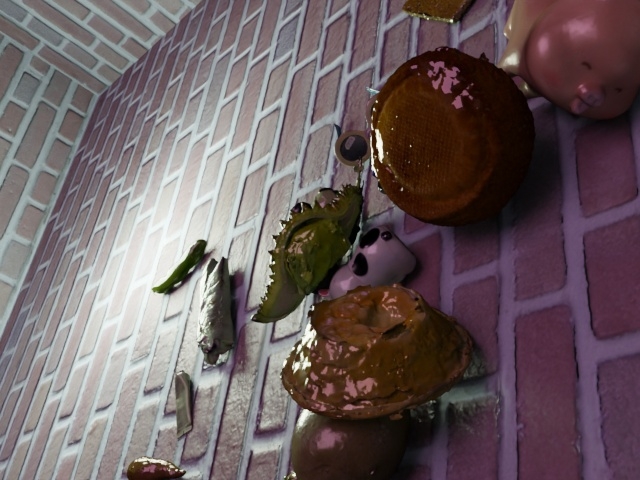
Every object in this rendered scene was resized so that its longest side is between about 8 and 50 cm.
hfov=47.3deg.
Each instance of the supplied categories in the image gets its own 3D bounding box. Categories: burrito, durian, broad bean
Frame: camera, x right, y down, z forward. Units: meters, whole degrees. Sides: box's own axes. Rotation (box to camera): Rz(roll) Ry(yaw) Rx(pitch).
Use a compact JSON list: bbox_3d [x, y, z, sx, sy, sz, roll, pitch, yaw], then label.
[{"bbox_3d":[-0.255,0.161,1.756,0.096,0.066,0.309,-35,38,23],"label":"burrito"},{"bbox_3d":[-0.016,0.007,1.364,0.132,0.106,0.375,37,95,16],"label":"durian"},{"bbox_3d":[-0.394,0.082,2.032,0.254,0.046,0.065,-42,35,24],"label":"broad bean"}]

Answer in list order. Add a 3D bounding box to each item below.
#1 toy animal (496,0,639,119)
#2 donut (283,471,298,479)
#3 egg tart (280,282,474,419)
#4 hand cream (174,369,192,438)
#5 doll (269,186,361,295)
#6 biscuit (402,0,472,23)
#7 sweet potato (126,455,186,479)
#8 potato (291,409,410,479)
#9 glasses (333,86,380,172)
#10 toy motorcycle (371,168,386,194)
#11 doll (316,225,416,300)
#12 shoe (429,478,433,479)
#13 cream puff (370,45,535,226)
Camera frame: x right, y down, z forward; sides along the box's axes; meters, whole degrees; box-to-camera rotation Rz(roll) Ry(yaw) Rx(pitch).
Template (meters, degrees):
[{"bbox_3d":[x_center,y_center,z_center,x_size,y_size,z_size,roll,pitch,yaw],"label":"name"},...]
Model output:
[{"bbox_3d":[0.410,-0.326,1.166,0.269,0.237,0.326,-40,32,47],"label":"toy animal"},{"bbox_3d":[-0.030,0.455,1.194,0.174,0.068,0.175,-35,37,32],"label":"donut"},{"bbox_3d":[0.082,0.151,1.129,0.314,0.120,0.315,-10,22,4],"label":"egg tart"},{"bbox_3d":[-0.319,0.375,1.698,0.057,0.037,0.165,-38,44,28],"label":"hand cream"},{"bbox_3d":[-0.002,0.001,1.480,0.135,0.143,0.234,15,-82,-81],"label":"doll"},{"bbox_3d":[0.286,-0.571,1.700,0.131,0.026,0.237,-53,31,4],"label":"biscuit"},{"bbox_3d":[-0.377,0.510,1.620,0.226,0.068,0.068,-20,47,44],"label":"sweet potato"},{"bbox_3d":[0.049,0.298,1.146,0.177,0.160,0.235,12,49,15],"label":"potato"},{"bbox_3d":[0.082,-0.281,1.664,0.190,0.088,0.221,-50,32,12],"label":"glasses"},{"bbox_3d":[0.207,-0.219,1.429,0.315,0.113,0.169,-47,22,31],"label":"toy motorcycle"},{"bbox_3d":[0.092,0.059,1.341,0.181,0.106,0.110,-54,53,17],"label":"doll"},{"bbox_3d":[0.168,0.403,0.946,0.106,0.091,0.207,-58,28,8],"label":"shoe"},{"bbox_3d":[0.223,-0.170,1.220,0.212,0.303,0.303,-24,7,-41],"label":"cream puff"}]
